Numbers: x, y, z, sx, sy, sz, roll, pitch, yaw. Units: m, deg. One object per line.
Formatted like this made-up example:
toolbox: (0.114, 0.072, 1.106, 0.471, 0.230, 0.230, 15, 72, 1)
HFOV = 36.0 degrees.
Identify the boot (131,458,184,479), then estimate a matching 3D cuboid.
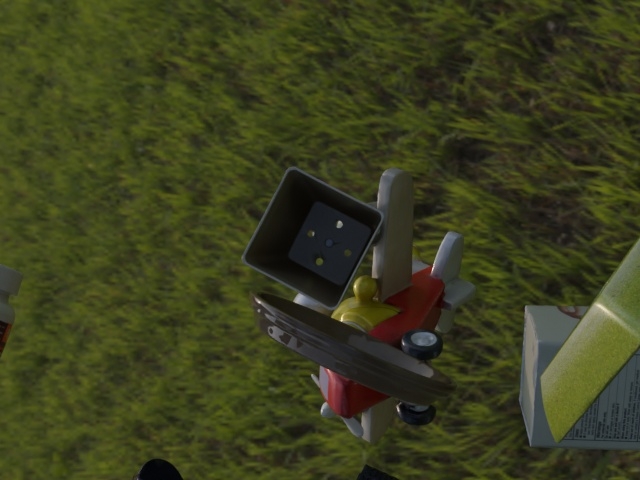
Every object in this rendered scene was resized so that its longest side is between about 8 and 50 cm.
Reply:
boot: (-0.193, 0.398, 1.280, 0.106, 0.082, 0.219, -40, 69, 49)

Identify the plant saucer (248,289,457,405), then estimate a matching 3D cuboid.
plant saucer: (0.033, 0.133, 1.203, 0.278, 0.278, 0.041, 25, 90, 54)

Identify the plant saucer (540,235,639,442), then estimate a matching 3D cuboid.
plant saucer: (0.251, 0.053, 0.812, 0.045, 0.188, 0.188, 35, 146, 15)

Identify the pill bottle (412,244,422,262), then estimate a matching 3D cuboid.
pill bottle: (0.163, 0.035, 1.807, 0.083, 0.043, 0.043, -98, 31, -56)

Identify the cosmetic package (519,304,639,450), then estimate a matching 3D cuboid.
cosmetic package: (0.410, 0.173, 1.250, 0.129, 0.296, 0.153, -79, -9, -71)

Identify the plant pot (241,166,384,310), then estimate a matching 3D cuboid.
plant pot: (0.000, 0.000, 1.011, 0.109, 0.096, 0.109, 28, 92, 10)

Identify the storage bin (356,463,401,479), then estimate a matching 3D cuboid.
storage bin: (0.053, 0.387, 1.222, 0.122, 0.084, 0.180, 99, -163, -46)

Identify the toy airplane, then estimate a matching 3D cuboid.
toy airplane: (0.092, 0.116, 1.584, 0.273, 0.384, 0.386, 10, 74, 16)

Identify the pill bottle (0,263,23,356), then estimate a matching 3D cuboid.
pill bottle: (-0.509, 0.135, 1.400, 0.121, 0.121, 0.221, 1, 69, 55)
